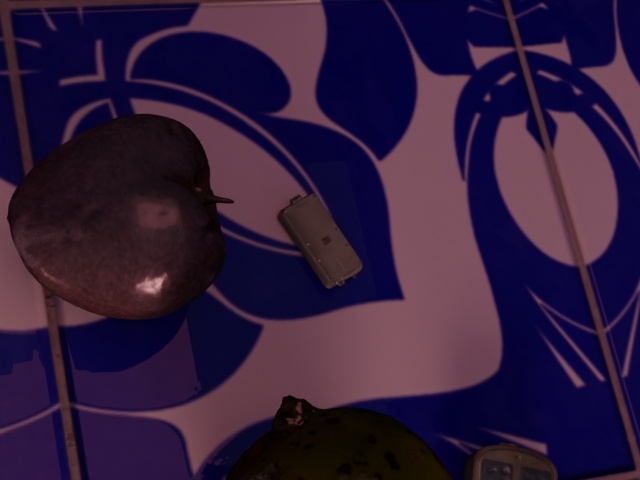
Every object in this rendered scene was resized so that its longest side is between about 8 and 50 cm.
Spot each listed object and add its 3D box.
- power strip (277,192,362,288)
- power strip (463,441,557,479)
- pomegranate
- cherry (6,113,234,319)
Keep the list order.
[{"bbox_3d":[0.000,0.000,1.204,0.040,0.016,0.090,-30,80,-26],"label":"power strip"},{"bbox_3d":[0.154,0.276,1.135,0.079,0.029,0.227,13,65,-13],"label":"power strip"},{"bbox_3d":[0.016,0.240,1.038,0.198,0.246,0.198,-6,39,5],"label":"pomegranate"},{"bbox_3d":[-0.156,-0.013,1.092,0.176,0.140,0.176,-3,68,7],"label":"cherry"}]
